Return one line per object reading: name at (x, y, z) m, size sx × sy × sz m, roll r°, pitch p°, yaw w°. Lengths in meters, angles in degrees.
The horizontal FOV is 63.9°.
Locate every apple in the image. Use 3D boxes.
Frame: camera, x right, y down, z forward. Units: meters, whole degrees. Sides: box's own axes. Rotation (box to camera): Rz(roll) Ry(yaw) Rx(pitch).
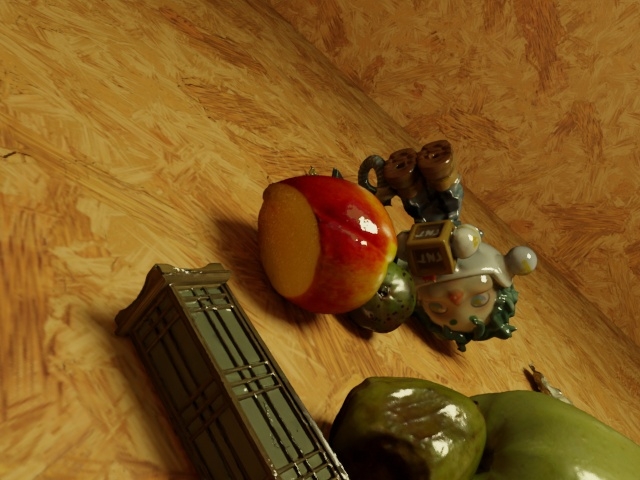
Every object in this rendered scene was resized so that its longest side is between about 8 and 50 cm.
apple at (0.325, 0.374, 0.683) m, size 0.360 × 0.311 × 0.320 m, roll 40°, pitch -22°, yaw -10°

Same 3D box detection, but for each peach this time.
peach at (0.000, 0.000, 0.690) m, size 0.193 × 0.190 × 0.190 m, roll 21°, pitch 25°, yaw -4°

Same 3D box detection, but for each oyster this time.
oyster at (0.498, 0.324, 1.106) m, size 0.122 × 0.045 × 0.146 m, roll 12°, pitch 30°, yaw -46°

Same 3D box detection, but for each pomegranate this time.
pomegranate at (0.089, 0.088, 0.799) m, size 0.114 × 0.114 × 0.142 m, roll 47°, pitch -7°, yaw 10°

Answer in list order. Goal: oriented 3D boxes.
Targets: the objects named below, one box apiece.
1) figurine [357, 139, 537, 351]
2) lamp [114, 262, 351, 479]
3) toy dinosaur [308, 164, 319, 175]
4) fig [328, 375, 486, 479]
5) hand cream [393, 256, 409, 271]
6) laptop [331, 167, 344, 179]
figurine at (0.219, 0.029, 0.866) m, size 0.186 × 0.261 × 0.381 m, roll -59°, pitch 135°, yaw -42°
lamp at (-0.056, 0.166, 0.429) m, size 0.325 × 0.090 × 0.089 m, roll 52°, pitch 25°, yaw 23°
toy dinosaur at (0.010, -0.096, 1.078) m, size 0.126 × 0.039 × 0.162 m, roll 50°, pitch 18°, yaw -10°
fig at (0.088, 0.207, 0.522) m, size 0.166 × 0.154 × 0.143 m, roll -12°, pitch 95°, yaw -24°
hand cream at (0.235, 0.101, 1.090) m, size 0.321 × 0.067 × 0.109 m, roll 32°, pitch 23°, yaw -42°
laptop at (0.056, -0.077, 1.092) m, size 0.129 × 0.016 × 0.180 m, roll 58°, pitch 18°, yaw -19°
